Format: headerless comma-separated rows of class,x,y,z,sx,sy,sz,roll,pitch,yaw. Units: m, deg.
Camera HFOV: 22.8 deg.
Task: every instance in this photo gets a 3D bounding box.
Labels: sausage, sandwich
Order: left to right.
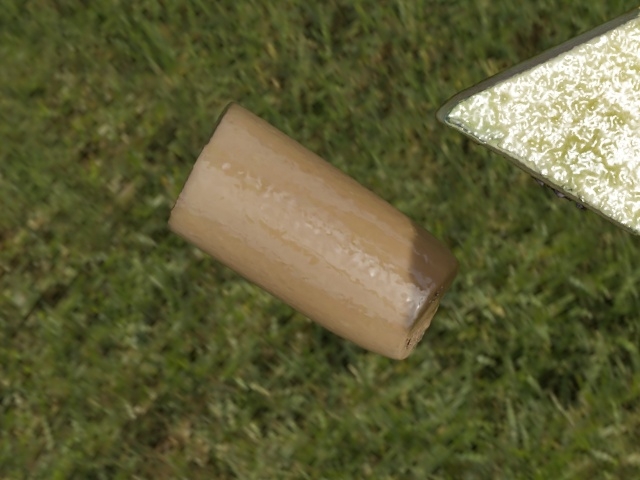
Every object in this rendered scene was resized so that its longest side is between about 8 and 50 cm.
sausage,0.000,0.000,1.329,0.253,0.123,0.123,31,79,-6
sandwich,0.209,-0.115,1.231,0.193,0.058,0.162,28,91,-10
